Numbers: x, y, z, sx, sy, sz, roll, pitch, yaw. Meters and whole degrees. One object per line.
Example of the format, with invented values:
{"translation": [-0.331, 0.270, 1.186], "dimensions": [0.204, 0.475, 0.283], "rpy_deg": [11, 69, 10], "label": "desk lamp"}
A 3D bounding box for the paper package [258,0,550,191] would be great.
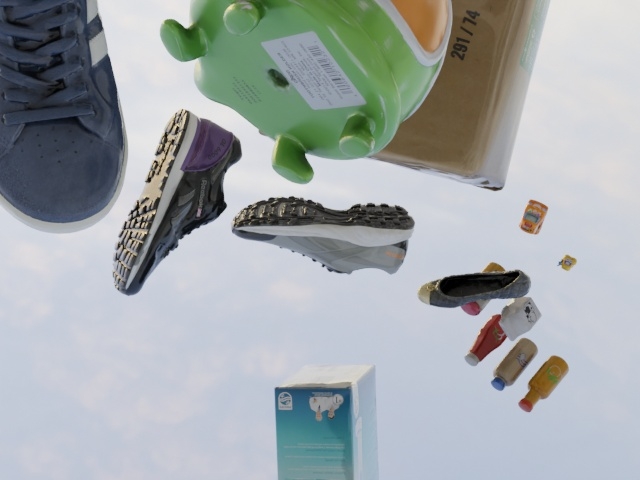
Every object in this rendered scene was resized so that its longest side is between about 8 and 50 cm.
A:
{"translation": [0.113, -0.250, 1.444], "dimensions": [0.310, 0.324, 0.168], "rpy_deg": [14, -179, 18], "label": "paper package"}

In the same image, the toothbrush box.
{"translation": [0.016, 0.357, 1.809], "dimensions": [0.126, 0.295, 0.216], "rpy_deg": [-2, -176, 13], "label": "toothbrush box"}

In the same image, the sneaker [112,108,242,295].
{"translation": [-0.200, -0.038, 1.664], "dimensions": [0.124, 0.283, 0.107], "rpy_deg": [23, -177, -28], "label": "sneaker"}

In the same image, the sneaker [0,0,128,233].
{"translation": [-0.217, -0.182, 0.837], "dimensions": [0.131, 0.148, 0.350], "rpy_deg": [-12, -99, -21], "label": "sneaker"}

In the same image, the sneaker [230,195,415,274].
{"translation": [0.000, 0.000, 1.700], "dimensions": [0.272, 0.108, 0.100], "rpy_deg": [6, -152, 0], "label": "sneaker"}

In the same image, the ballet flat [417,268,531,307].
{"translation": [0.224, 0.064, 1.688], "dimensions": [0.173, 0.049, 0.057], "rpy_deg": [-8, -130, 20], "label": "ballet flat"}

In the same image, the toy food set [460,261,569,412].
{"translation": [0.284, 0.154, 1.804], "dimensions": [0.104, 0.232, 0.111], "rpy_deg": [-45, -156, -27], "label": "toy food set"}

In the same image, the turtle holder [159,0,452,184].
{"translation": [-0.001, -0.202, 1.155], "dimensions": [0.243, 0.320, 0.227], "rpy_deg": [38, -113, 1], "label": "turtle holder"}

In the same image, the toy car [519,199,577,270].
{"translation": [0.356, -0.006, 1.770], "dimensions": [0.122, 0.060, 0.040], "rpy_deg": [39, -139, 4], "label": "toy car"}
